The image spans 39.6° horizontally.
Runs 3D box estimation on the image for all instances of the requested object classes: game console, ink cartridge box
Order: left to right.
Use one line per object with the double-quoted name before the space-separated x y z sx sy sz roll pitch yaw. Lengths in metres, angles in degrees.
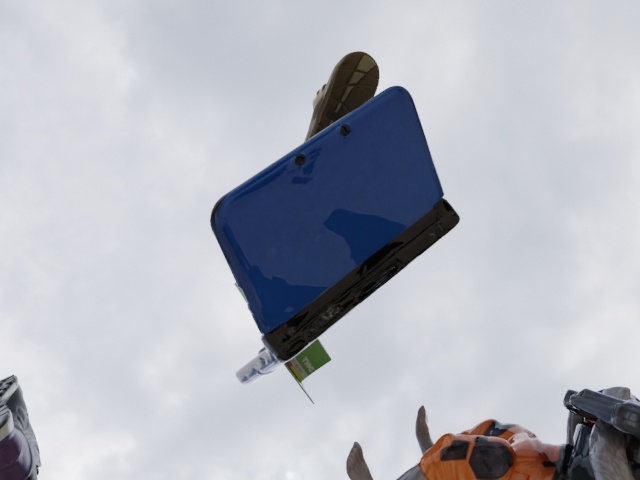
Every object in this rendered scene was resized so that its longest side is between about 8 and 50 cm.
"ink cartridge box" -0.047 0.131 1.299 0.062 0.209 0.109 -33 -55 -5
"game console" 0.000 0.000 1.022 0.293 0.250 0.173 -35 -94 -28

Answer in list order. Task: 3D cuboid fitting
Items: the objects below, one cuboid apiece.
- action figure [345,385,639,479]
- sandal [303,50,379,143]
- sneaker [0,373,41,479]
"action figure" 0.235 0.231 0.859 0.341 0.330 0.178 26 -113 -61
"sandal" 0.017 -0.174 1.178 0.072 0.049 0.180 32 -101 -37
"sneaker" -0.457 0.288 1.267 0.107 0.283 0.124 -29 -74 -11
